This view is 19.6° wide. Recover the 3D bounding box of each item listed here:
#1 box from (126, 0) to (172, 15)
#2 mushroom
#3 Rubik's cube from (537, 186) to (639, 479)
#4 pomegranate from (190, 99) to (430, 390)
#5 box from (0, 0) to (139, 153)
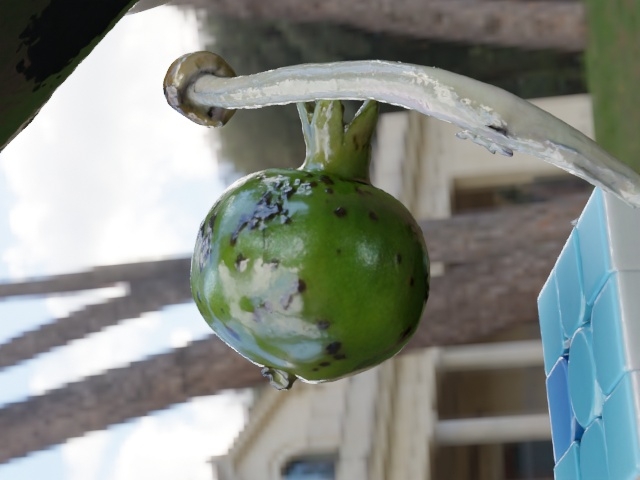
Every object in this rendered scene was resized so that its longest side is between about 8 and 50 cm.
[{"bbox_3d":[-0.185,-0.310,1.918,0.088,0.200,0.146,87,159,-67],"label":"box"},{"bbox_3d":[0.045,-0.058,0.897,0.068,0.306,0.043,29,-103,-57],"label":"mushroom"},{"bbox_3d":[0.384,0.126,1.757,0.291,0.291,0.290,107,161,-65],"label":"Rubik's cube"},{"bbox_3d":[0.000,0.000,1.574,0.211,0.211,0.263,15,-90,-77],"label":"pomegranate"},{"bbox_3d":[-0.316,-0.136,1.283,0.091,0.350,0.359,54,-156,22],"label":"box"}]
